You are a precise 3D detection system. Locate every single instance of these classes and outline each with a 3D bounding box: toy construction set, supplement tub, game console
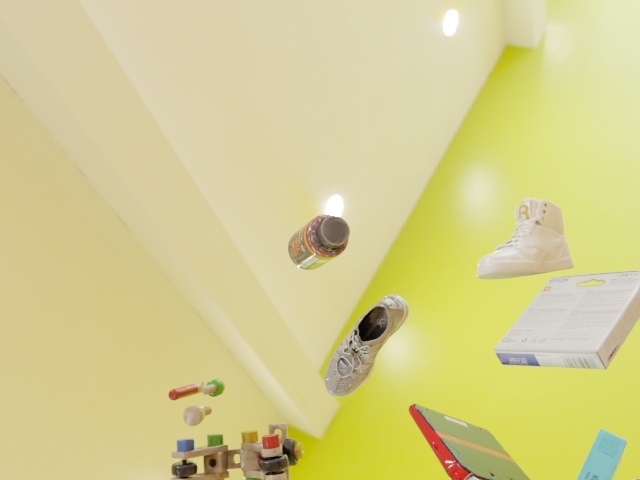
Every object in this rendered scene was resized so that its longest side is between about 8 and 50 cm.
[{"bbox_3d":[-0.178,0.428,1.584,0.257,0.309,0.237,-33,-12,13],"label":"toy construction set"},{"bbox_3d":[0.000,0.000,1.736,0.106,0.106,0.198,-57,9,-24],"label":"supplement tub"},{"bbox_3d":[0.474,0.665,2.306,0.386,0.342,0.060,26,-77,-32],"label":"game console"}]

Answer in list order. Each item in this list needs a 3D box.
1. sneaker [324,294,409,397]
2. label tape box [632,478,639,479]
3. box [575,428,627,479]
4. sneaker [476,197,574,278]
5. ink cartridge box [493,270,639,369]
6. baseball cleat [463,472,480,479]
[{"bbox_3d":[0.087,0.238,1.728,0.281,0.105,0.115,-58,-24,6],"label":"sneaker"},{"bbox_3d":[0.804,0.562,1.584,0.334,0.240,0.106,54,-149,-34],"label":"label tape box"},{"bbox_3d":[0.553,0.519,1.539,0.244,0.060,0.100,-50,-33,-29],"label":"box"},{"bbox_3d":[0.428,-0.006,1.610,0.292,0.108,0.169,-4,-96,-41],"label":"sneaker"},{"bbox_3d":[0.675,0.210,1.982,0.330,0.324,0.071,-41,-73,-31],"label":"ink cartridge box"},{"bbox_3d":[0.282,0.432,1.098,0.109,0.206,0.072,-44,-2,-12],"label":"baseball cleat"}]
